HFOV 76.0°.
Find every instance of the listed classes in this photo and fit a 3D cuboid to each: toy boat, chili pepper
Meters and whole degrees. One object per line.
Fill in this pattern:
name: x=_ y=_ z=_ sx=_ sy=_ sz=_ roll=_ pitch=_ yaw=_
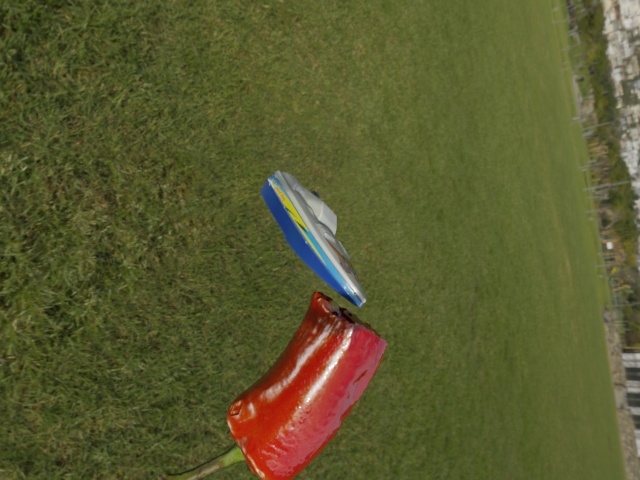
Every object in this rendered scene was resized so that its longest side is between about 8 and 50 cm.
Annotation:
toy boat: x=0.000 y=0.000 z=0.670 sx=0.129 sy=0.088 sz=0.295 roll=44 pitch=9 yaw=-46
chili pepper: x=-0.050 y=0.239 z=0.546 sx=0.131 sy=0.134 sz=0.338 roll=39 pitch=87 yaw=-37
